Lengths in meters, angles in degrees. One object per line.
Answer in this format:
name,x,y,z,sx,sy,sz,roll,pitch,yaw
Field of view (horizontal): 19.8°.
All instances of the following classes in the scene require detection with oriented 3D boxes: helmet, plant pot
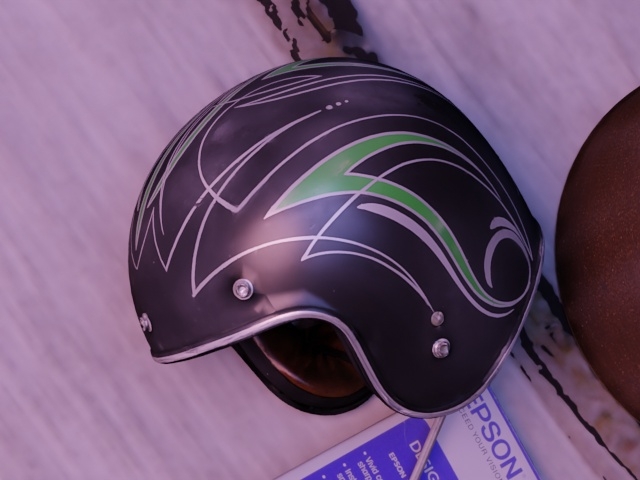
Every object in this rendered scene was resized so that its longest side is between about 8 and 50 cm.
helmet,0.000,0.000,0.818,0.161,0.169,0.169,34,74,-18
plant pot,0.242,-0.015,0.826,0.215,0.230,0.215,2,77,-10

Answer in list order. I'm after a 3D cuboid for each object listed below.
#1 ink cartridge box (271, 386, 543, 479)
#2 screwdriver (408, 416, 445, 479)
ink cartridge box,0.042,0.191,0.829,0.208,0.045,0.206,-24,83,-36
screwdriver,0.065,0.057,0.864,0.025,0.024,0.170,57,48,-33
